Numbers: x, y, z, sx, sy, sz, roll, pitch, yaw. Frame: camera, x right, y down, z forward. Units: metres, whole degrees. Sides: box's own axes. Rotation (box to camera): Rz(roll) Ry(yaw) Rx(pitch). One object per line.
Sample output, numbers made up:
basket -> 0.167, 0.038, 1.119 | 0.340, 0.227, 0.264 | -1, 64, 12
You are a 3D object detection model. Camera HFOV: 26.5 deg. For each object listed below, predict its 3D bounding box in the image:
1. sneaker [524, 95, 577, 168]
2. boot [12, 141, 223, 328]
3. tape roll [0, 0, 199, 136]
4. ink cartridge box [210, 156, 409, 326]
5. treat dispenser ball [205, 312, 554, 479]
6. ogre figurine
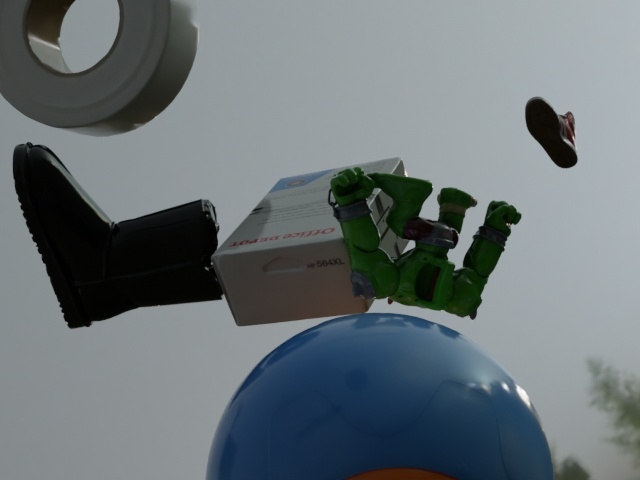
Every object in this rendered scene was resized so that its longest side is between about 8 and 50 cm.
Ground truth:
sneaker -> 0.288, -0.151, 1.705 | 0.042, 0.067, 0.118 | -18, -48, 24
boot -> -0.225, -0.022, 1.582 | 0.207, 0.246, 0.094 | -14, 23, 4
tape roll -> -0.309, -0.285, 1.825 | 0.286, 0.286, 0.100 | -48, -16, 10
ink cartridge box -> 0.000, 0.000, 1.384 | 0.148, 0.086, 0.203 | -8, 23, 24
treat dispenser ball -> 0.048, 0.204, 1.128 | 0.288, 0.288, 0.288 | -41, -16, -14
ogre figurine -> 0.093, 0.005, 1.256 | 0.197, 0.097, 0.118 | 16, -100, -48
